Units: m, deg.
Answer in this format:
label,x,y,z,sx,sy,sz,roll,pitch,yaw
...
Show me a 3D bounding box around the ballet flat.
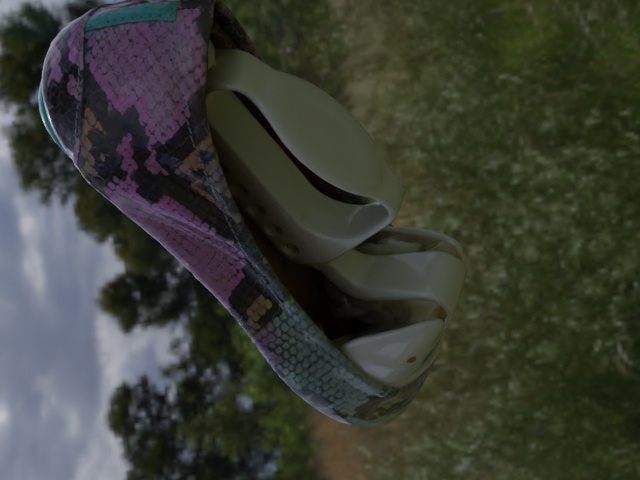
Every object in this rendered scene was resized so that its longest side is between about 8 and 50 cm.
label,x,y,z,sx,sy,sz,roll,pitch,yaw
ballet flat,0.000,0.000,0.401,0.221,0.079,0.076,48,-135,-40
